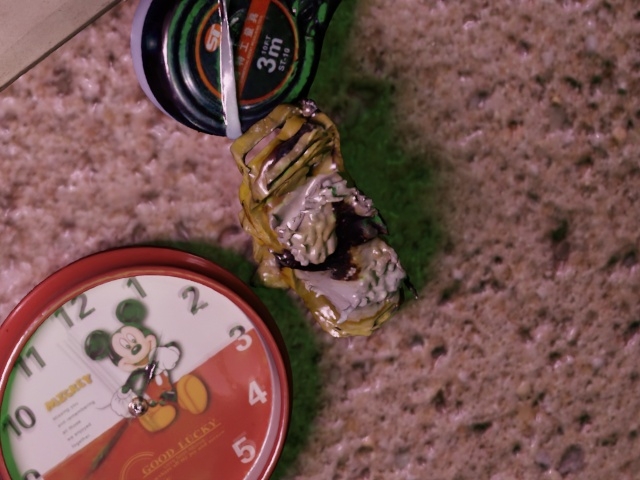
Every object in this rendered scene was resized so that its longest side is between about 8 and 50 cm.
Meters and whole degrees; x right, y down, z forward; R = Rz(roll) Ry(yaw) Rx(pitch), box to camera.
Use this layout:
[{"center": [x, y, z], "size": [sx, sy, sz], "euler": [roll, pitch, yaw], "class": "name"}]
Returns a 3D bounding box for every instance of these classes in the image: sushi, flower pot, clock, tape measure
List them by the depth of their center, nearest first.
[{"center": [-0.261, -0.245, 1.607], "size": [0.202, 0.212, 0.212], "euler": [-41, 115, 5], "class": "flower pot"}, {"center": [-0.086, -0.188, 1.730], "size": [0.181, 0.107, 0.182], "euler": [17, 94, -29], "class": "tape measure"}, {"center": [-0.004, -0.003, 1.776], "size": [0.139, 0.131, 0.291], "euler": [-39, 143, -11], "class": "sushi"}, {"center": [-0.177, 0.159, 1.776], "size": [0.319, 0.080, 0.318], "euler": [-4, 103, -18], "class": "clock"}]
